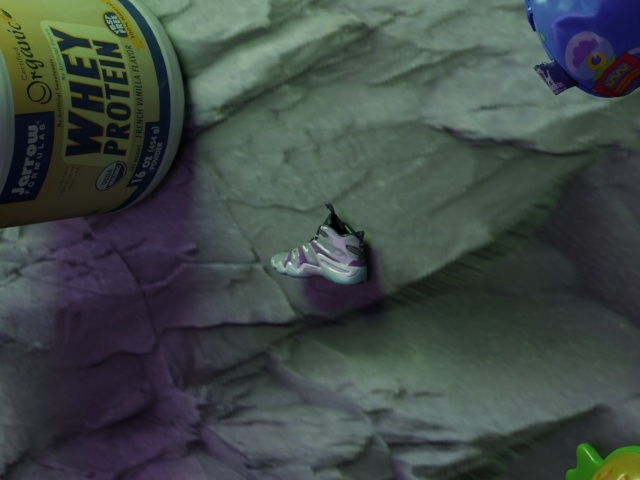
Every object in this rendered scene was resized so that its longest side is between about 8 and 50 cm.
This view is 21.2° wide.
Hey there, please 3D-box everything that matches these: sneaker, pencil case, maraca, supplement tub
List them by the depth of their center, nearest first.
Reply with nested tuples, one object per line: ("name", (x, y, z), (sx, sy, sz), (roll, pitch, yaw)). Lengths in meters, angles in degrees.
("pencil case", (0.268, -0.229, 1.202), (0.306, 0.133, 0.119), (-43, 36, 35))
("maraca", (0.243, 0.218, 1.319), (0.185, 0.099, 0.127), (-173, 80, -66))
("sneaker", (0.000, 0.000, 1.526), (0.098, 0.038, 0.069), (7, 100, 30))
("supplement tub", (-0.305, -0.123, 1.578), (0.228, 0.316, 0.228), (8, 102, 39))
